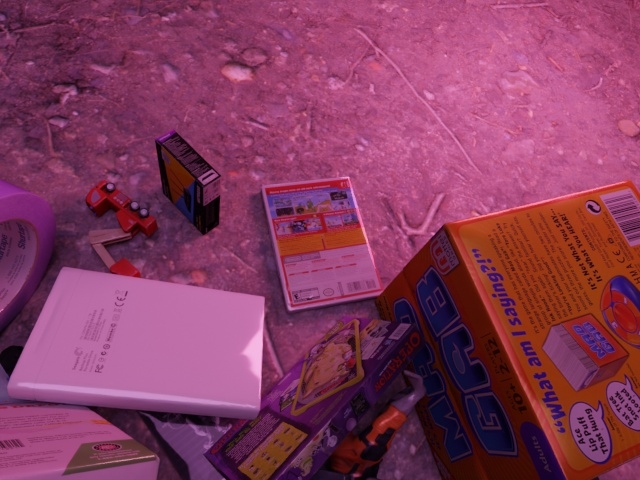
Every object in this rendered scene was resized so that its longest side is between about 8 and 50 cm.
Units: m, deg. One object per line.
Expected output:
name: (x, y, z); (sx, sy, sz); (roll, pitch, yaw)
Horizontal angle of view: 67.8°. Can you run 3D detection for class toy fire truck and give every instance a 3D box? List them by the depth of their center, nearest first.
toy fire truck: (-0.391, -0.016, 0.912); (0.192, 0.047, 0.135); (36, 63, 6)

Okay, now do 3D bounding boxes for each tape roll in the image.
tape roll: (-0.537, 0.035, 0.729); (0.090, 0.274, 0.274); (23, 62, 0)

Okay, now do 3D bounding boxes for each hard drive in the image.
hard drive: (-0.273, 0.165, 0.789); (0.353, 0.047, 0.233); (10, 41, -13)

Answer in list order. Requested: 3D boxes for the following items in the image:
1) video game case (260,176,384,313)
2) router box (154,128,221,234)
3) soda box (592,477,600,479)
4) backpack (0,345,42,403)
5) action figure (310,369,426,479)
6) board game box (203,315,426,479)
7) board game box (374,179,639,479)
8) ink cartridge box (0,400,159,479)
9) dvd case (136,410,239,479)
video game case: (0.000, 0.000, 0.999); (0.204, 0.025, 0.285); (-8, 67, -15)
router box: (-0.251, -0.106, 0.911); (0.133, 0.179, 0.046); (44, 62, 12)
soda box: (0.496, 0.506, 0.842); (0.060, 0.053, 0.168); (-16, 68, -19)
backpack: (-0.506, 0.261, 0.716); (0.182, 0.115, 0.152); (-39, 78, -26)
action figure: (0.089, 0.369, 0.734); (0.178, 0.341, 0.330); (38, 63, -40)
board game box: (-0.009, 0.252, 0.761); (0.347, 0.208, 0.056); (-40, 110, -27)
board game box: (0.358, 0.166, 0.807); (0.357, 0.356, 0.356); (-13, 68, -17)
ink cartridge box: (-0.357, 0.283, 0.569); (0.201, 0.278, 0.117); (14, 80, -45)
dvd case: (-0.191, 0.310, 0.814); (0.165, 0.018, 0.221); (-34, 75, -25)
